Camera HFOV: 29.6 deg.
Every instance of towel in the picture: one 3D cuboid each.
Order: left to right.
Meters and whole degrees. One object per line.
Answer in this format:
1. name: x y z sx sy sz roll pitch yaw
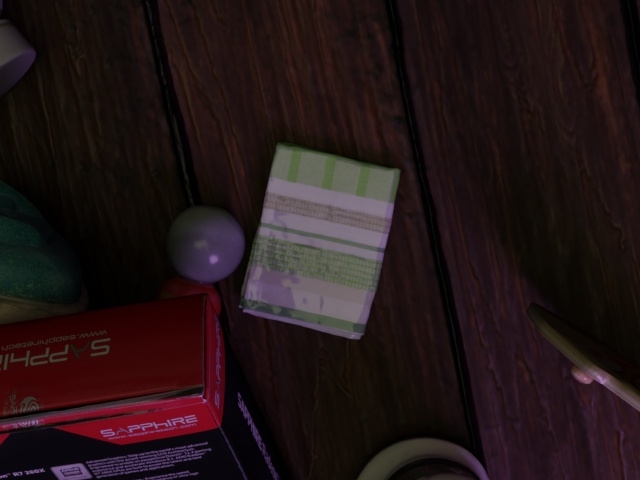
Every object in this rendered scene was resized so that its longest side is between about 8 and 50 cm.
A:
1. towel: 0.000 0.000 1.039 0.113 0.023 0.152 13 96 1

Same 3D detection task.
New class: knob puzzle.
1. knob puzzle: 0.235 0.114 0.953 0.213 0.213 0.030 33 99 0

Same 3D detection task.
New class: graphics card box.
1. graphics card box: -0.150 0.188 0.925 0.233 0.094 0.371 -10 141 7

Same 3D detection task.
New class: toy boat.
1. toy boat: -0.219 0.015 0.977 0.318 0.267 0.148 14 96 -28

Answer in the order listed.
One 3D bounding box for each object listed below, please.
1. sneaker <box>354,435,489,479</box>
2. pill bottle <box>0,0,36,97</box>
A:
1. sneaker: 0.057 0.401 0.955 0.169 0.257 0.447 10 98 -8
2. pill bottle: -0.339 -0.202 0.991 0.119 0.119 0.208 -41 93 9
